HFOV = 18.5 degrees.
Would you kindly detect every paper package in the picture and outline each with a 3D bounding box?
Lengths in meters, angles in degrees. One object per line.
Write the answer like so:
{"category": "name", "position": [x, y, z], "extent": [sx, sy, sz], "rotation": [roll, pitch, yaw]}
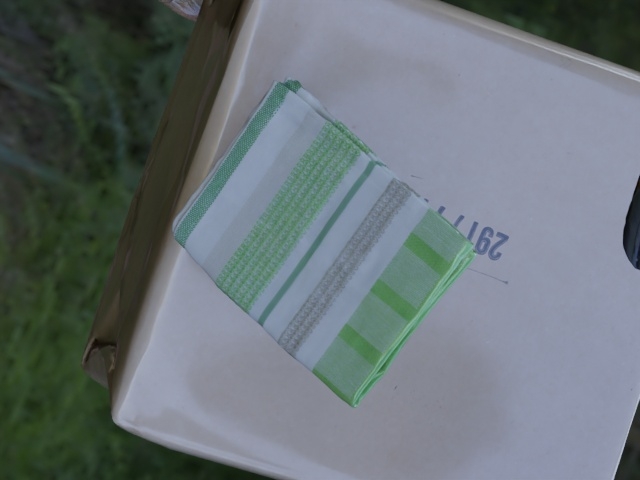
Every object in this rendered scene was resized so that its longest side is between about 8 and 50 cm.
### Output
{"category": "paper package", "position": [0.051, 0.008, 1.234], "extent": [0.168, 0.325, 0.309], "rotation": [-155, -96, -75]}

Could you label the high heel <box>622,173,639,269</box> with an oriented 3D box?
{"category": "high heel", "position": [0.230, -0.020, 0.633], "extent": [0.186, 0.261, 0.093], "rotation": [-34, -127, 39]}

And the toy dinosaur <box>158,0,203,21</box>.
{"category": "toy dinosaur", "position": [-0.090, -0.222, 1.446], "extent": [0.127, 0.296, 0.200], "rotation": [-24, 165, 6]}

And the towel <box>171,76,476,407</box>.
{"category": "towel", "position": [0.000, 0.000, 1.045], "extent": [0.113, 0.152, 0.023], "rotation": [-54, 154, 14]}
